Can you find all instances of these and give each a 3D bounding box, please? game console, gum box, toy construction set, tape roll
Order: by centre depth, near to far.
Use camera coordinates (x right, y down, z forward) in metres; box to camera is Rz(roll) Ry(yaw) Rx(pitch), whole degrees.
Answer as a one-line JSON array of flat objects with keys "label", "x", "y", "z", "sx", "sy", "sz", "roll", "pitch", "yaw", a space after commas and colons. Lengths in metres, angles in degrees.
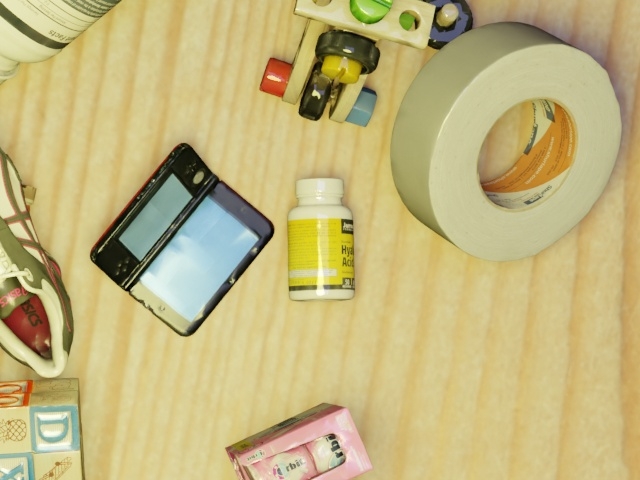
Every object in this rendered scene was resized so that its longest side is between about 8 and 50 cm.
[{"label": "gum box", "x": -0.022, "y": 0.200, "z": 1.724, "sx": 0.107, "sy": 0.188, "sz": 0.062, "roll": -24, "pitch": 89, "yaw": -8}, {"label": "toy construction set", "x": 0.009, "y": -0.270, "z": 1.736, "sx": 0.309, "sy": 0.237, "sz": 0.257, "roll": 41, "pitch": 83, "yaw": -1}, {"label": "tape roll", "x": 0.176, "y": -0.093, "z": 1.768, "sx": 0.219, "sy": 0.072, "sz": 0.219, "roll": -14, "pitch": 120, "yaw": -25}, {"label": "game console", "x": -0.130, "y": 0.000, "z": 1.782, "sx": 0.085, "sy": 0.124, "sz": 0.144, "roll": 35, "pitch": 82, "yaw": 24}]

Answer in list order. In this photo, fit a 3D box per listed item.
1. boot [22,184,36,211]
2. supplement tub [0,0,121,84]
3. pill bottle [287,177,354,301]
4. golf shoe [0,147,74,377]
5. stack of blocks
[{"label": "boot", "x": -0.356, "y": -0.027, "z": 1.772, "sx": 0.158, "sy": 0.059, "sz": 0.084, "roll": 13, "pitch": 90, "yaw": -6}, {"label": "supplement tub", "x": -0.251, "y": -0.284, "z": 1.699, "sx": 0.272, "sy": 0.191, "sz": 0.191, "roll": -36, "pitch": 91, "yaw": 15}, {"label": "pill bottle", "x": 0.000, "y": 0.000, "z": 1.803, "sx": 0.065, "sy": 0.065, "sz": 0.116, "roll": -1, "pitch": 86, "yaw": -6}, {"label": "golf shoe", "x": -0.296, "y": 0.003, "z": 1.694, "sx": 0.105, "sy": 0.120, "sz": 0.273, "roll": -32, "pitch": 120, "yaw": -4}, {"label": "stack of blocks", "x": -0.296, "y": 0.281, "z": 1.699, "sx": 0.171, "sy": 0.087, "sz": 0.297, "roll": -3, "pitch": 103, "yaw": -6}]
